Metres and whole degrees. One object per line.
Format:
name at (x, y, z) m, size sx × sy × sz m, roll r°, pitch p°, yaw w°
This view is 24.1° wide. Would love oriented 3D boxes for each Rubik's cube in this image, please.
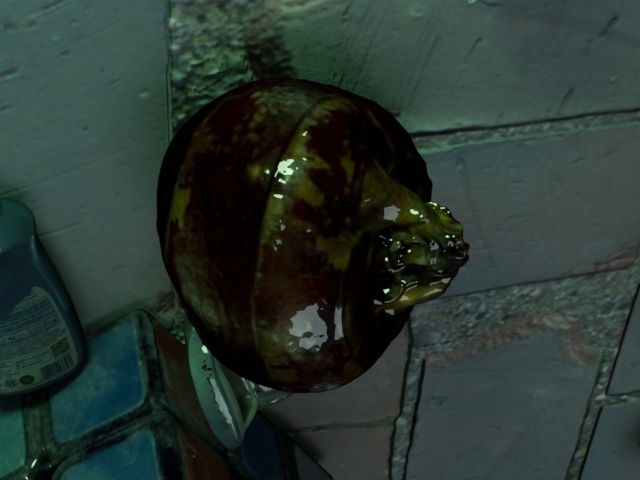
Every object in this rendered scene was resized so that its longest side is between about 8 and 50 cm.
Rubik's cube at (-0.176, 0.328, 1.266) m, size 0.363 × 0.362 × 0.359 m, roll -26°, pitch 136°, yaw 10°

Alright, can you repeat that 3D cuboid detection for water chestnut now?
water chestnut at (0.000, 0.000, 1.046) m, size 0.238 × 0.223 × 0.223 m, roll 7°, pitch 147°, yaw 25°

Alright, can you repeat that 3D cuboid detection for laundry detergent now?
laundry detergent at (-0.242, 0.035, 1.132) m, size 0.097 × 0.061 × 0.206 m, roll -10°, pitch 139°, yaw -3°

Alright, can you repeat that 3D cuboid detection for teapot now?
teapot at (-0.072, 0.078, 1.189) m, size 0.149 × 0.111 × 0.108 m, roll -46°, pitch 127°, yaw -31°

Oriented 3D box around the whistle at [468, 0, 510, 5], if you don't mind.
whistle at (0.140, -0.193, 1.018) m, size 0.100 × 0.035 × 0.035 m, roll -37°, pitch 135°, yaw 21°
